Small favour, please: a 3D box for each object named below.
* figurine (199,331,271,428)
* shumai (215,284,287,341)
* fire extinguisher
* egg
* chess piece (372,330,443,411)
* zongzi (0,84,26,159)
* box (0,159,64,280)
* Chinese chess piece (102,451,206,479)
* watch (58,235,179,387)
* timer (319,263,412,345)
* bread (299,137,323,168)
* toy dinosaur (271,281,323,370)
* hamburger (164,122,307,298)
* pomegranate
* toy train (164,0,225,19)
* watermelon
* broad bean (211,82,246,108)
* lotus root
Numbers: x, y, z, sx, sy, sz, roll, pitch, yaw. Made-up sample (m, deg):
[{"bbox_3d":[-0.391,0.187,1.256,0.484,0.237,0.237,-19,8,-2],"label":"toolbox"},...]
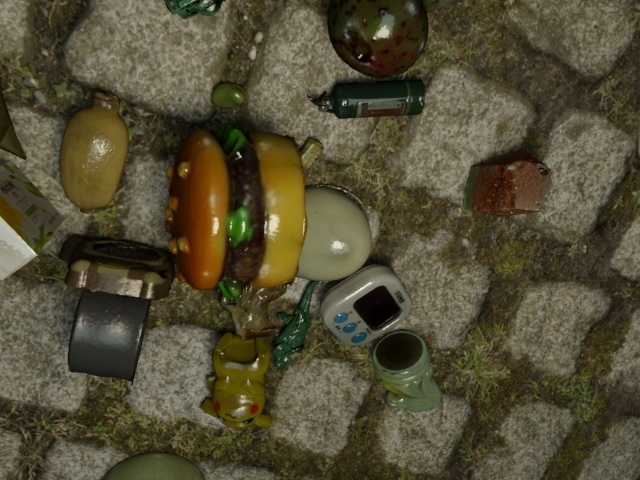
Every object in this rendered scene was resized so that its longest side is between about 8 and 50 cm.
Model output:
[{"bbox_3d":[-0.238,0.408,1.614,0.218,0.169,0.326,9,107,3],"label":"figurine"},{"bbox_3d":[-0.177,0.169,1.496,0.166,0.175,0.206,20,142,-40],"label":"shumai"},{"bbox_3d":[0.107,-0.348,1.419,0.295,0.118,0.093,-5,77,-8],"label":"fire extinguisher"},{"bbox_3d":[0.002,-0.004,1.491,0.287,0.174,0.264,8,106,-10],"label":"egg"},{"bbox_3d":[0.269,0.429,1.737,0.176,0.175,0.298,-23,126,-1],"label":"chess piece"},{"bbox_3d":[-0.728,-0.289,1.299,0.176,0.078,0.160,28,108,-28],"label":"zongzi"},{"bbox_3d":[-0.714,-0.053,1.291,0.111,0.260,0.194,-34,114,4],"label":"box"},{"bbox_3d":[-0.511,0.817,1.731,0.350,0.146,0.349,-3,111,-8],"label":"Chinese chess piece"},{"bbox_3d":[-0.504,0.182,1.384,0.314,0.335,0.326,10,99,-15],"label":"watch"},{"bbox_3d":[0.127,0.182,1.595,0.237,0.087,0.262,-34,139,3],"label":"timer"},{"bbox_3d":[-0.031,-0.224,1.473,0.049,0.033,0.088,25,109,-33],"label":"bread"},{"bbox_3d":[-0.083,0.238,1.618,0.120,0.079,0.291,4,107,-30],"label":"toy dinosaur"},{"bbox_3d":[-0.212,-0.082,1.307,0.278,0.396,0.395,-1,112,-22],"label":"hamburger"},{"bbox_3d":[0.152,-0.530,1.299,0.242,0.242,0.305,32,82,-20],"label":"pomegranate"},{"bbox_3d":[-0.206,-0.620,1.240,0.330,0.138,0.178,-26,104,3],"label":"toy train"},{"bbox_3d":[0.501,-0.142,1.485,0.140,0.256,0.192,9,101,-14],"label":"watermelon"},{"bbox_3d":[-0.224,-0.352,1.384,0.083,0.045,0.063,-8,124,1],"label":"broad bean"},{"bbox_3d":[-0.532,-0.199,1.337,0.146,0.131,0.303,12,108,-16],"label":"lotus root"}]
